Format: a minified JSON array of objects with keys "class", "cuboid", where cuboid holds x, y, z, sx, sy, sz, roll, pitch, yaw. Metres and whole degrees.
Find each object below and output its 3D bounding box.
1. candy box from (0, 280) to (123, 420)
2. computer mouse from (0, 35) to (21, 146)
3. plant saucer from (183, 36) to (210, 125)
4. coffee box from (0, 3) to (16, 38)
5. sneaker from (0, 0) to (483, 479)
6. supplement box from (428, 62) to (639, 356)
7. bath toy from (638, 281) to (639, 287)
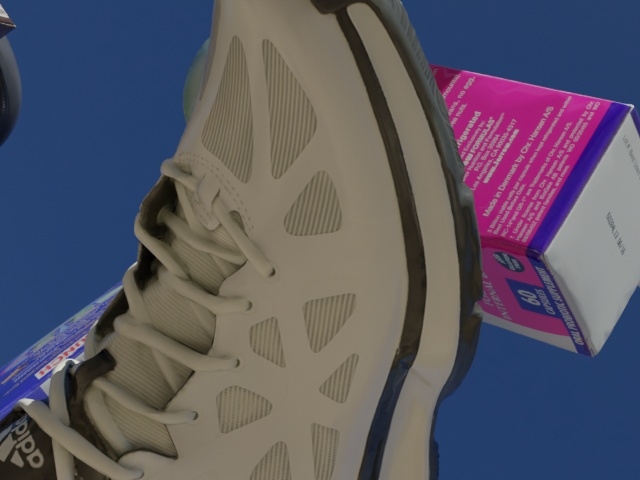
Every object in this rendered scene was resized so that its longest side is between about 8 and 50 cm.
[{"class":"candy box","cuboid":[-0.277,0.163,1.749,0.268,0.317,0.122,-37,-81,-9]},{"class":"computer mouse","cuboid":[-0.343,-0.201,1.439,0.188,0.072,0.272,-122,-156,-49]},{"class":"plant saucer","cuboid":[-0.030,-0.140,1.287,0.195,0.037,0.195,-2,-113,5]},{"class":"coffee box","cuboid":[-0.354,-0.217,1.028,0.141,0.098,0.246,-34,-93,10]},{"class":"sneaker","cuboid":[-0.071,0.066,0.731,0.169,0.257,0.447,51,-28,45]},{"class":"supplement box","cuboid":[0.083,-0.030,0.874,0.220,0.114,0.111,19,-23,38]},{"class":"bath toy","cuboid":[0.393,-0.005,1.074,0.348,0.151,0.129,-10,-38,35]}]
